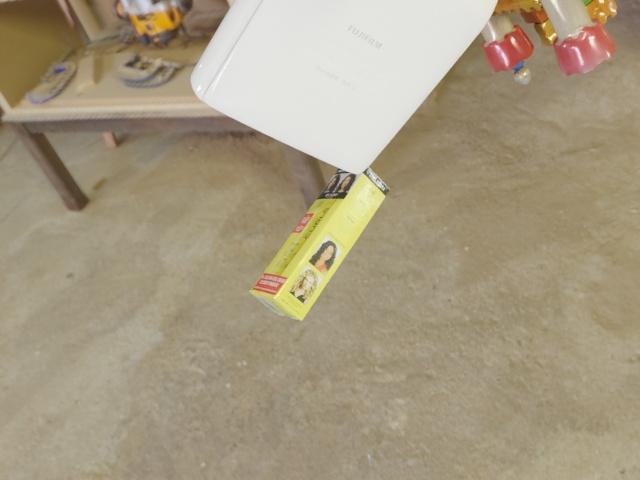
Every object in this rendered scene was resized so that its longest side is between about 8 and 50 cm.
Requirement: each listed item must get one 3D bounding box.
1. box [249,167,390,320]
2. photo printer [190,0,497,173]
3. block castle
[{"bbox_3d":[0.000,0.000,0.978,0.232,0.058,0.087,-55,26,-15],"label":"box"},{"bbox_3d":[0.034,-0.245,0.791,0.307,0.256,0.107,-49,34,30],"label":"photo printer"},{"bbox_3d":[0.495,-0.452,1.162,0.453,0.213,0.303,-39,22,-6],"label":"block castle"}]
